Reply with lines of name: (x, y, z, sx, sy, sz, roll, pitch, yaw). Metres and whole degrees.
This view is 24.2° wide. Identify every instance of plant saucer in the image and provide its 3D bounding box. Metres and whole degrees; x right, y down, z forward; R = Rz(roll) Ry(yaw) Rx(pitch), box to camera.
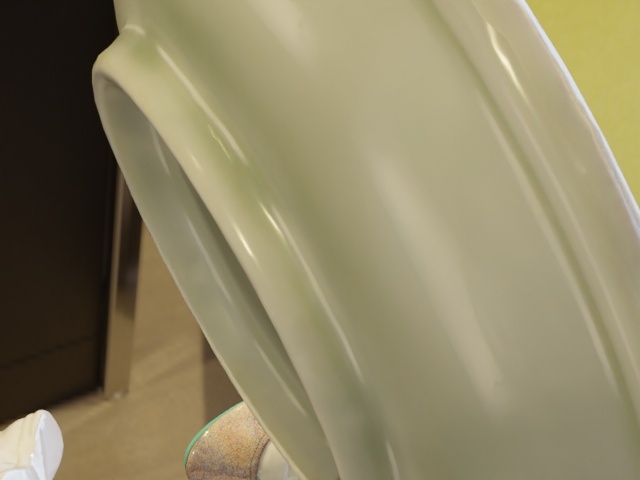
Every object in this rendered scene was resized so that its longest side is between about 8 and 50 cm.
plant saucer: (0.000, 0.000, 0.606, 0.101, 0.400, 0.400, -30, 58, -12)

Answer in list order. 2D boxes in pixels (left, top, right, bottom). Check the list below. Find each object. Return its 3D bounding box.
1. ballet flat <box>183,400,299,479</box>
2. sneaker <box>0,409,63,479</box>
ballet flat: (0.001, 0.207, 1.607, 0.316, 0.107, 0.106, -19, 36, -39)
sneaker: (-0.330, 0.258, 1.520, 0.094, 0.080, 0.212, -18, 21, 13)
